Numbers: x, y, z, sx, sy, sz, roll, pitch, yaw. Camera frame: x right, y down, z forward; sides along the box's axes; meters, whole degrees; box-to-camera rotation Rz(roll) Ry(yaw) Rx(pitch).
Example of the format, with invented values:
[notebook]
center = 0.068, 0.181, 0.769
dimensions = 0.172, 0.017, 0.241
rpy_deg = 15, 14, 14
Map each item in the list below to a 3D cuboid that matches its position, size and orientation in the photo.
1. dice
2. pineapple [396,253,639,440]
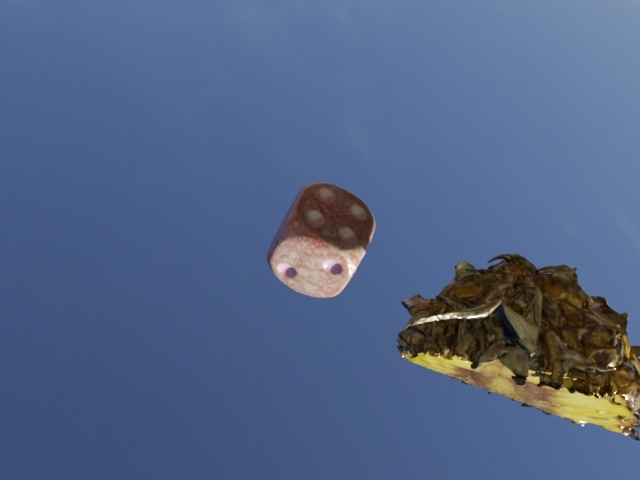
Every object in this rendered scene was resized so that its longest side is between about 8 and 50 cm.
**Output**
[dice]
center = 0.000, 0.000, 1.112
dimensions = 0.091, 0.094, 0.093
rpy_deg = 28, -133, -4
[pineapple]
center = 0.234, 0.088, 1.033
dimensions = 0.335, 0.158, 0.161
rpy_deg = 22, -102, -9
